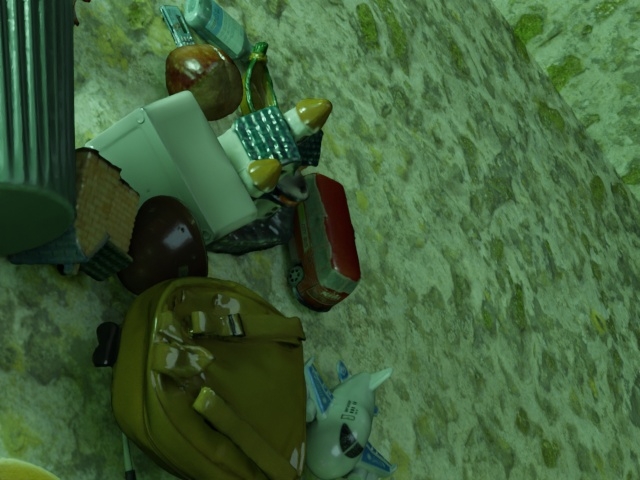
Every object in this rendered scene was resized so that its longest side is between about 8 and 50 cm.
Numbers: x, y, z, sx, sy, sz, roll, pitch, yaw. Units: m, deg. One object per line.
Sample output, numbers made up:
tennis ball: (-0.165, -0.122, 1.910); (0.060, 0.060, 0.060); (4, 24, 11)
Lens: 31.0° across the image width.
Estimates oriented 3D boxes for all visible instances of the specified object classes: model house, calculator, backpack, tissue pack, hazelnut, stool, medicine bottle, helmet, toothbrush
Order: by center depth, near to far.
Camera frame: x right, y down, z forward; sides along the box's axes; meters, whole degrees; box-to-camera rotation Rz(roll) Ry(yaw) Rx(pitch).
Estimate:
stool: (-0.460, -0.169, 1.517); (0.297, 0.297, 0.330); (15, 58, -51)
toothbrush: (-0.268, 0.351, 1.641); (0.026, 0.024, 0.288); (40, 34, -56)
model house: (-0.365, -0.020, 1.679); (0.183, 0.167, 0.172); (39, 51, -58)
backpack: (-0.166, 0.212, 1.718); (0.378, 0.201, 0.353); (43, 36, -42)
helmet: (-0.259, 0.023, 1.783); (0.155, 0.175, 0.106); (40, 40, 13)
tissue pack: (-0.246, -0.095, 1.891); (0.246, 0.159, 0.136); (61, 33, -3)
model house: (-0.078, -0.129, 2.042); (0.271, 0.301, 0.190); (1, 58, -55)
hazelnut: (-0.218, -0.291, 2.121); (0.154, 0.143, 0.143); (35, 40, -49)
calculator: (-0.260, -0.378, 2.225); (0.057, 0.018, 0.172); (-14, 77, -60)
medicine bottle: (-0.188, -0.412, 2.319); (0.208, 0.054, 0.090); (38, 36, -39)

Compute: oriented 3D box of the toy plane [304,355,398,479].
toy plane: (0.045, 0.318, 2.033); (0.267, 0.123, 0.266); (32, 44, -37)

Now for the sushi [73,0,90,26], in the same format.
sushi: (-0.499, -0.471, 1.835); (0.332, 0.130, 0.124); (31, 44, -25)

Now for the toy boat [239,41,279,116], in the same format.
toy boat: (-0.111, -0.282, 2.298); (0.089, 0.088, 0.229); (1, 66, -55)

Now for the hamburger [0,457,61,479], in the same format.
hamburger: (-0.382, 0.391, 1.303); (0.302, 0.170, 0.302); (34, 39, -32)

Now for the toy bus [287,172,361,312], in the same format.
toy bus: (0.000, 0.000, 2.211); (0.121, 0.120, 0.265); (23, 47, -45)
